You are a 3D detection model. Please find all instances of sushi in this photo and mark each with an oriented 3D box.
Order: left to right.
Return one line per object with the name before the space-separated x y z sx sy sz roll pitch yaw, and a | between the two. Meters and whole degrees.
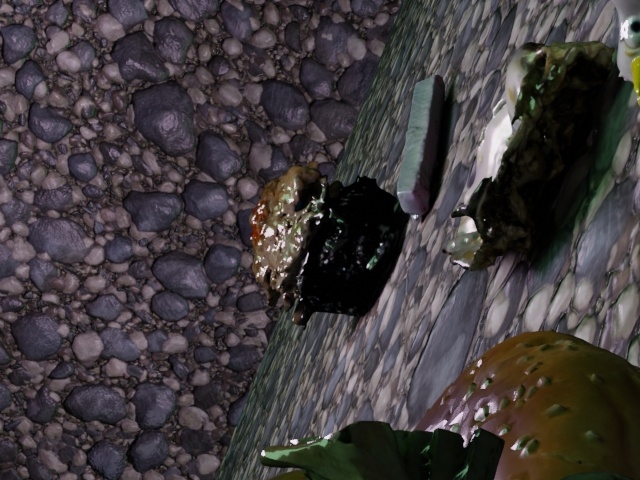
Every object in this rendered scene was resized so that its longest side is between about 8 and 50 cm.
sushi | -0.006 -0.001 1.648 0.225 0.219 0.238 114 175 -62

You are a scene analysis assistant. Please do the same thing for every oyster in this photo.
oyster | 0.173 -0.069 0.964 0.223 0.083 0.214 126 168 -87

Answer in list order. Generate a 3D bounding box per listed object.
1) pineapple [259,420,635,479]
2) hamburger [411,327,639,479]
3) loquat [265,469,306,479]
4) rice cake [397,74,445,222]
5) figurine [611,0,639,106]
pineapple | 0.027 0.188 0.343 0.262 0.263 0.271 119 154 -55
hamburger | 0.101 0.166 0.571 0.243 0.146 0.286 -64 4 -12
loquat | -0.015 0.290 0.766 0.246 0.213 0.213 -65 5 -13
rice cake | 0.152 -0.136 1.550 0.290 0.051 0.081 -75 -25 -48
figurine | 0.242 -0.176 0.750 0.129 0.109 0.178 72 -150 -55
